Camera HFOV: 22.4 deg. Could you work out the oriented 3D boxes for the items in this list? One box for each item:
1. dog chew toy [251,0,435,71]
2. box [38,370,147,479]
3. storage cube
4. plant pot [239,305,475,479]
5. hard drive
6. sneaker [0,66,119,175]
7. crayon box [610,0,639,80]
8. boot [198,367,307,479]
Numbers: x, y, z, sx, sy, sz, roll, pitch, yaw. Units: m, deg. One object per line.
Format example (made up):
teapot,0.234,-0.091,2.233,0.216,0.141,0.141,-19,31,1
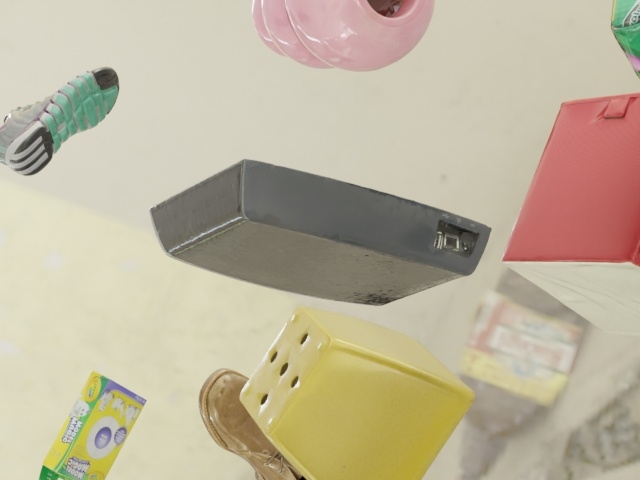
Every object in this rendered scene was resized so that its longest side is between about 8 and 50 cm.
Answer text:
dog chew toy,0.013,-0.327,2.225,0.332,0.206,0.207,0,72,61
box,-0.336,0.291,2.374,0.043,0.105,0.179,23,80,35
storage cube,0.334,-0.022,1.645,0.215,0.183,0.193,1,63,53
plant pot,0.027,0.199,1.998,0.212,0.187,0.212,-56,24,3
hard drive,0.000,0.000,1.376,0.172,0.254,0.054,-22,60,51
sneaker,-0.369,-0.176,2.185,0.224,0.098,0.083,-45,-38,-40
crayon box,0.323,-0.227,1.357,0.081,0.165,0.278,-12,46,31
boot,-0.072,0.307,2.449,0.115,0.305,0.112,17,60,49
